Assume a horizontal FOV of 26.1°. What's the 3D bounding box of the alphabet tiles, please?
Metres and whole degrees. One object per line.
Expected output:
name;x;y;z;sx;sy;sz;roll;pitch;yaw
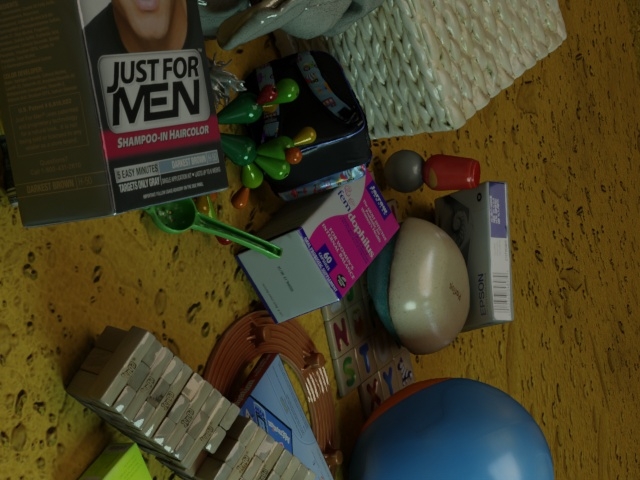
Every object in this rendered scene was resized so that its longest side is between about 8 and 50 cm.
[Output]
alphabet tiles;0.074;0.079;2.076;0.285;0.011;0.343;-28;108;-58

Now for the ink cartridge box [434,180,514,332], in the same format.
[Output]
ink cartridge box;0.226;0.033;2.199;0.045;0.224;0.223;3;78;-25

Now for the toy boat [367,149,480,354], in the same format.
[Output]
toy boat;0.146;0.012;2.079;0.267;0.148;0.318;52;46;-60

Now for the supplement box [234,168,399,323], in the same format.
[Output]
supplement box;0.000;0.000;1.844;0.111;0.114;0.220;59;34;-13

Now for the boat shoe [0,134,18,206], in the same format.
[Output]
boat shoe;-0.266;-0.091;1.460;0.183;0.065;0.083;-20;100;-60

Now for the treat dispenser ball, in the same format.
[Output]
treat dispenser ball;0.183;0.336;1.937;0.288;0.288;0.288;18;69;-58

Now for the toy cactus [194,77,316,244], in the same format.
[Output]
toy cactus;-0.116;-0.111;1.668;0.180;0.219;0.112;28;21;-21

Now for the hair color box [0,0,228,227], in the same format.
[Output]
hair color box;-0.208;-0.213;1.271;0.185;0.113;0.375;-18;100;-59

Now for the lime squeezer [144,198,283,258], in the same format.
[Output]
lime squeezer;-0.167;-0.052;1.579;0.310;0.110;0.059;49;59;-47

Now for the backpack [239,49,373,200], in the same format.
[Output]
backpack;-0.023;-0.160;1.819;0.117;0.158;0.173;69;0;-54

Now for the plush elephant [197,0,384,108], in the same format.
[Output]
plush elephant;-0.072;-0.331;1.654;0.272;0.255;0.330;-31;112;-58

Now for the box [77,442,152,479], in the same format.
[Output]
box;-0.210;0.323;1.500;0.109;0.042;0.178;-50;126;-52

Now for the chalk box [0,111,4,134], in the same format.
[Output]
chalk box;-0.349;-0.209;1.273;0.213;0.132;0.132;54;42;-39

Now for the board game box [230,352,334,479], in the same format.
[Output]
board game box;-0.042;0.297;1.752;0.145;0.027;0.281;-56;132;-50

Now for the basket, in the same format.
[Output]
basket;0.125;-0.341;1.922;0.328;0.266;0.331;-40;120;-36

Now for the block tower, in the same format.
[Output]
block tower;-0.138;0.217;1.542;0.335;0.097;0.091;47;65;-38

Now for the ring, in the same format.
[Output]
ring;-0.055;0.257;1.797;0.336;0.032;0.337;21;66;-58
